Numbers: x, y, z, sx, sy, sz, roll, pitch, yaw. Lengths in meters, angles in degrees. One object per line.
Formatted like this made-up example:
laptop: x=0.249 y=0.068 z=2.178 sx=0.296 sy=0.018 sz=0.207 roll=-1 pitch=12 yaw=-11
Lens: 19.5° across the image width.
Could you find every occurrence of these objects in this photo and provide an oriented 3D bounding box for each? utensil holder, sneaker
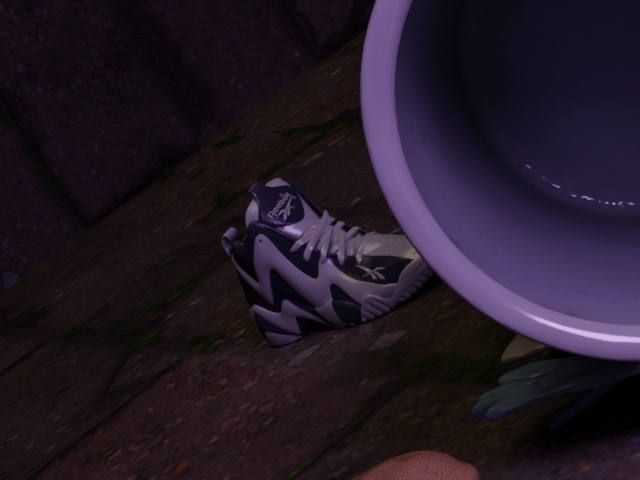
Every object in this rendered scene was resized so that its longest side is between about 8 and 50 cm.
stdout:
utensil holder: x=0.215 y=-0.119 z=1.291 sx=0.327 sy=0.328 sz=0.385 roll=-29 pitch=5 yaw=13
sneaker: x=0.000 y=0.000 z=1.772 sx=0.235 sy=0.153 sz=0.094 roll=-19 pitch=21 yaw=44

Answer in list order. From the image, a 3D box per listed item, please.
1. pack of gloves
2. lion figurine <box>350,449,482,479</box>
pack of gloves: x=0.226 y=0.075 z=1.286 sx=0.232 sy=0.046 sz=0.195 roll=-19 pitch=9 yaw=29
lion figurine: x=0.026 y=0.201 z=0.999 sx=0.240 sy=0.142 sz=0.392 roll=-43 pitch=15 yaw=26
